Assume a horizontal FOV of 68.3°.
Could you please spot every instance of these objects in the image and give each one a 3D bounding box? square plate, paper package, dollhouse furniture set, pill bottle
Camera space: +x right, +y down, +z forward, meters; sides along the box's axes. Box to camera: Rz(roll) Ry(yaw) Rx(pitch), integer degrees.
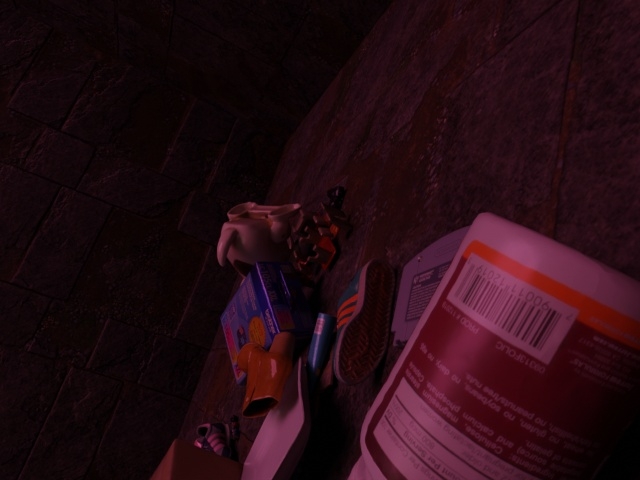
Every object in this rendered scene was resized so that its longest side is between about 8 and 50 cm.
[{"bbox_3d":[-0.105,0.489,1.103,0.348,0.049,0.344,-63,7,5],"label":"square plate"},{"bbox_3d":[-0.272,0.687,1.134,0.168,0.309,0.325,-58,18,4],"label":"paper package"},{"bbox_3d":[0.000,0.000,1.613,0.262,0.135,0.259,-60,28,23],"label":"dollhouse furniture set"},{"bbox_3d":[0.183,0.189,0.517,0.393,0.223,0.224,-64,16,11],"label":"pill bottle"}]

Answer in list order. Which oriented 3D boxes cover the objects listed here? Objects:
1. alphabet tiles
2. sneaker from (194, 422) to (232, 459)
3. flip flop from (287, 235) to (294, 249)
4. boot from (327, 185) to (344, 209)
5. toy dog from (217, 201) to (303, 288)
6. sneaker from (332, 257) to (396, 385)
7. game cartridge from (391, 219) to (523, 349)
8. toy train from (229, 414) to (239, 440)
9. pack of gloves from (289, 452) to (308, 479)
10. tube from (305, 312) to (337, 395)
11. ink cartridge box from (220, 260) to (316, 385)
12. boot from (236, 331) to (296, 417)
[{"bbox_3d":[-0.056,0.408,1.300,0.343,0.011,0.285,-51,17,32],"label":"alphabet tiles"},{"bbox_3d":[-0.392,0.772,1.708,0.319,0.130,0.112,-154,76,-75],"label":"sneaker"},{"bbox_3d":[-0.187,0.106,2.079,0.277,0.080,0.112,-67,16,0],"label":"flip flop"},{"bbox_3d":[0.047,-0.143,1.745,0.121,0.045,0.099,-19,52,67],"label":"boot"},{"bbox_3d":[-0.209,0.095,1.773,0.395,0.284,0.409,-53,-41,-62],"label":"toy dog"},{"bbox_3d":[0.087,0.187,1.059,0.121,0.108,0.302,-45,19,54],"label":"sneaker"},{"bbox_3d":[0.232,0.080,0.822,0.297,0.062,0.198,-36,30,61],"label":"game cartridge"},{"bbox_3d":[-0.325,0.710,1.794,0.036,0.027,0.158,-56,16,-1],"label":"toy train"},{"bbox_3d":[-0.072,0.571,1.167,0.232,0.046,0.195,-106,41,-81],"label":"pack of gloves"},{"bbox_3d":[-0.009,0.297,1.243,0.080,0.052,0.207,148,141,-74],"label":"tube"},{"bbox_3d":[-0.164,0.251,1.518,0.395,0.151,0.270,-52,48,36],"label":"ink cartridge box"},{"bbox_3d":[-0.179,0.382,1.291,0.295,0.104,0.211,-37,24,43],"label":"boot"}]
